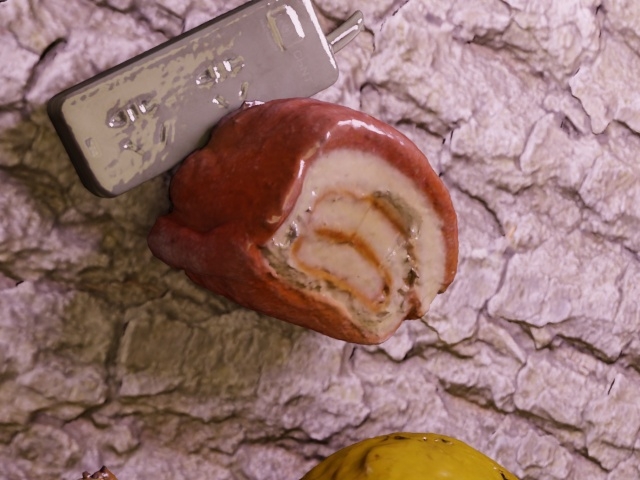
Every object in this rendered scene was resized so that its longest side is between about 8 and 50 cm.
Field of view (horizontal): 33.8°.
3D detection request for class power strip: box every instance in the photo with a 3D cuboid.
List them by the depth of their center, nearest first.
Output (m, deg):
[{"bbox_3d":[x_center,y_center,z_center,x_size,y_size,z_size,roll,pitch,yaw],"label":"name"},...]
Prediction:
[{"bbox_3d":[-0.080,-0.137,0.879,0.288,0.053,0.093,-30,109,-18],"label":"power strip"}]

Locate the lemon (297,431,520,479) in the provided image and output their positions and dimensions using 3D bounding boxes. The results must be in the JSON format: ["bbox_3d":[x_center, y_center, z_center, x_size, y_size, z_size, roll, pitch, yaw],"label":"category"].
[{"bbox_3d":[0.088,0.298,0.909,0.284,0.260,0.260,21,87,-15],"label":"lemon"}]

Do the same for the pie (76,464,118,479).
[{"bbox_3d":[-0.156,0.259,0.906,0.170,0.034,0.092,43,76,-30],"label":"pie"}]

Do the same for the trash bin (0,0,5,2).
[{"bbox_3d":[-0.293,-0.235,0.761,0.116,0.059,0.129,-10,102,-23],"label":"trash bin"}]

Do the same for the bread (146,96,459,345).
[{"bbox_3d":[0.007,-0.011,0.872,0.244,0.123,0.190,29,92,-40],"label":"bread"}]
